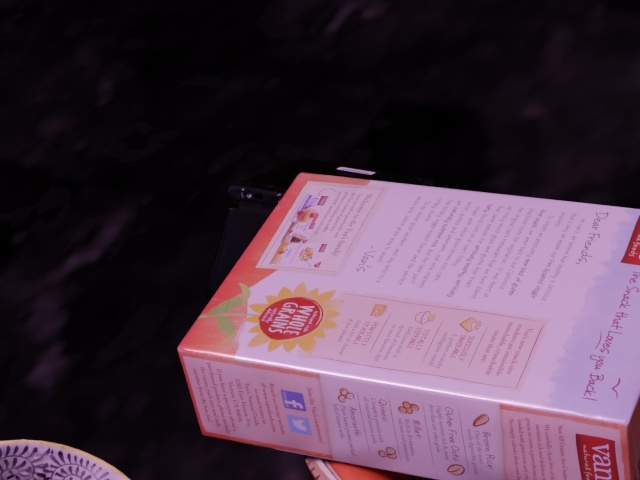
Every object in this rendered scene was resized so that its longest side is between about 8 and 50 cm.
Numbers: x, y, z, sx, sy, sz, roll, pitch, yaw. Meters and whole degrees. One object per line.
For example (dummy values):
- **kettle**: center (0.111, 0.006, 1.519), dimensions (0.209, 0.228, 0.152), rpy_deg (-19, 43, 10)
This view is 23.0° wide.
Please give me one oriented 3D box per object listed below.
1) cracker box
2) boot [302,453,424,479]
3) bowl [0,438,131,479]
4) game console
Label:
- **cracker box**: center (0.067, 0.045, 0.803), dimensions (0.232, 0.067, 0.156), rpy_deg (7, 40, 25)
- **boot**: center (0.035, 0.109, 0.820), dimensions (0.084, 0.059, 0.158), rpy_deg (-28, 37, -3)
- **bowl**: center (-0.158, 0.195, 0.816), dimensions (0.170, 0.080, 0.170), rpy_deg (5, 69, -12)
- **game console**: center (0.000, 0.000, 0.994), dimensions (0.122, 0.071, 0.107), rpy_deg (12, 26, 41)
